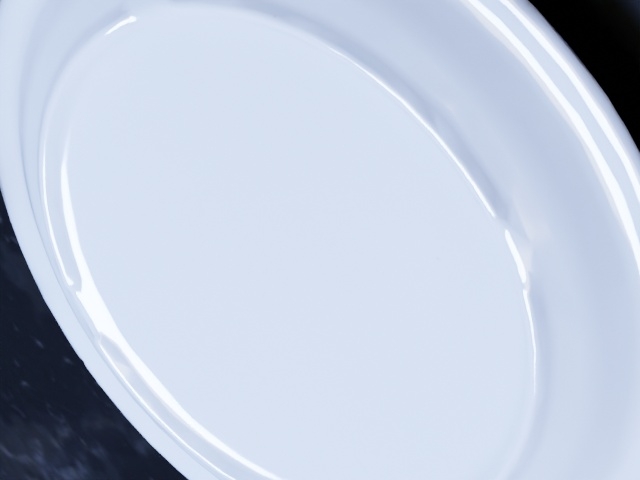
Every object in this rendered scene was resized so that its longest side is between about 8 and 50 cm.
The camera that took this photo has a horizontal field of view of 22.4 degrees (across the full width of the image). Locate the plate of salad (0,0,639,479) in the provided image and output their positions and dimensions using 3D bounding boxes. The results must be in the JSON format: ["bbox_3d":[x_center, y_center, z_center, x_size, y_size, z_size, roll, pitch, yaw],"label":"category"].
[{"bbox_3d":[0.000,0.000,0.394,0.200,0.048,0.199,20,129,27],"label":"plate of salad"}]
